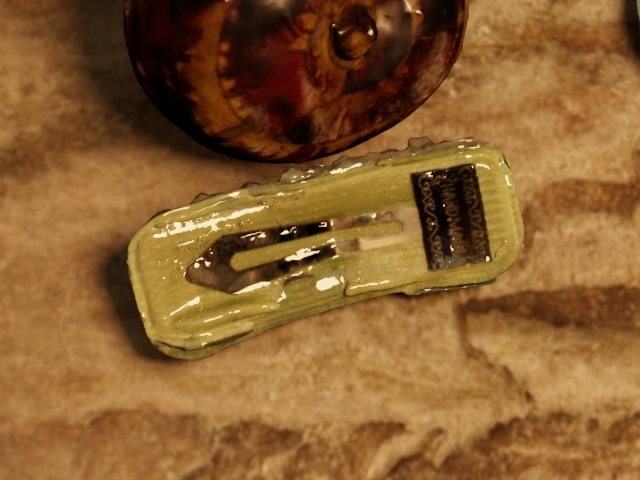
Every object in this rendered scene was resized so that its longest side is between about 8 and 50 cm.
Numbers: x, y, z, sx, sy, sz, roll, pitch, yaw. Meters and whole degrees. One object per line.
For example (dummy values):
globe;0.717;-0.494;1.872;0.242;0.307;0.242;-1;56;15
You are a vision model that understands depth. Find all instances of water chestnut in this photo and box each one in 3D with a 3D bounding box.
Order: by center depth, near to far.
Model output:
water chestnut;-0.035;-0.205;1.419;0.300;0.300;0.300;0;70;0

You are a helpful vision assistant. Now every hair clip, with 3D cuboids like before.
hair clip;0.001;0.000;1.410;0.321;0.091;0.138;-13;99;-7

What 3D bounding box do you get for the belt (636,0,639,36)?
belt;0.346;-0.189;1.487;0.148;0.082;0.163;11;73;15
